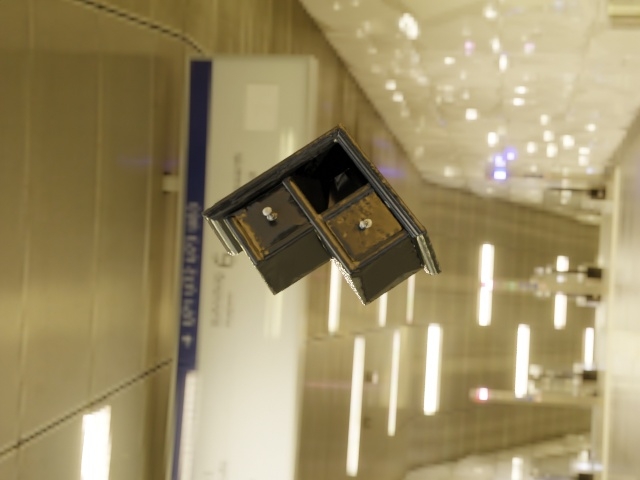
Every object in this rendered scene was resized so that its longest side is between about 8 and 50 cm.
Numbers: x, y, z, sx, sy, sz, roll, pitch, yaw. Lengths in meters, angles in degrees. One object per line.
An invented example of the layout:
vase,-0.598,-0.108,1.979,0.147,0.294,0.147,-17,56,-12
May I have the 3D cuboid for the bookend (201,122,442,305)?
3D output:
bookend,0.000,0.000,1.142,0.156,0.157,0.072,55,176,36
